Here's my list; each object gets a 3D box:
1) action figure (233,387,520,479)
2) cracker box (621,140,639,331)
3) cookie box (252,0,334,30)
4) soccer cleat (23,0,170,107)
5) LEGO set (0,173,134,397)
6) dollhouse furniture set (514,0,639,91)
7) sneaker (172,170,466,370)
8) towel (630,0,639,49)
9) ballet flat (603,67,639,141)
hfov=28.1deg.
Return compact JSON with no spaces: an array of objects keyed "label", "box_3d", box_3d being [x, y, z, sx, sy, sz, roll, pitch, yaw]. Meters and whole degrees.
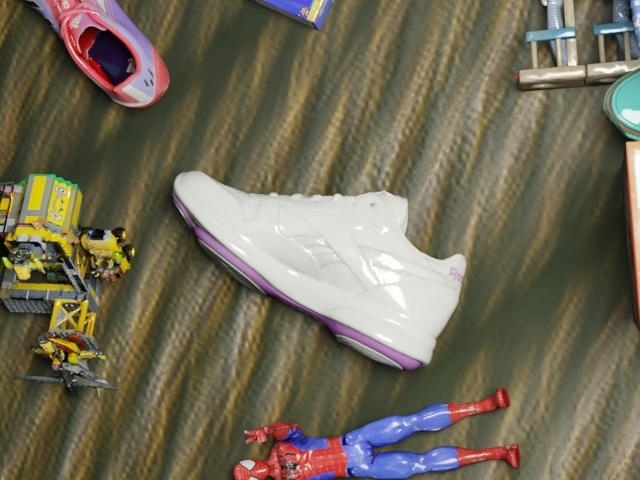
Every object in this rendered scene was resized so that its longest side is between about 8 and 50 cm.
[{"label":"action figure","box_3d":[0.040,0.204,1.217,0.280,0.139,0.091,-13,84,14]},{"label":"cracker box","box_3d":[0.300,-0.001,1.114,0.067,0.232,0.155,-5,87,13]},{"label":"cookie box","box_3d":[-0.032,-0.277,1.292,0.107,0.040,0.091,25,93,11]},{"label":"soccer cleat","box_3d":[-0.249,-0.234,1.309,0.083,0.095,0.248,-42,81,8]},{"label":"LEGO set","box_3d":[-0.359,0.068,1.239,0.331,0.255,0.192,5,62,1]},{"label":"dollhouse furniture set","box_3d":[0.233,-0.217,1.160,0.129,0.184,0.129,-4,87,12]},{"label":"sneaker","box_3d":[0.000,0.000,1.256,0.305,0.114,0.152,30,81,7]},{"label":"towel","box_3d":[0.351,-0.311,1.078,0.243,0.040,0.336,-3,83,-24]},{"label":"ballet flat","box_3d":[0.378,-0.136,1.173,0.247,0.087,0.083,-14,86,2]}]
